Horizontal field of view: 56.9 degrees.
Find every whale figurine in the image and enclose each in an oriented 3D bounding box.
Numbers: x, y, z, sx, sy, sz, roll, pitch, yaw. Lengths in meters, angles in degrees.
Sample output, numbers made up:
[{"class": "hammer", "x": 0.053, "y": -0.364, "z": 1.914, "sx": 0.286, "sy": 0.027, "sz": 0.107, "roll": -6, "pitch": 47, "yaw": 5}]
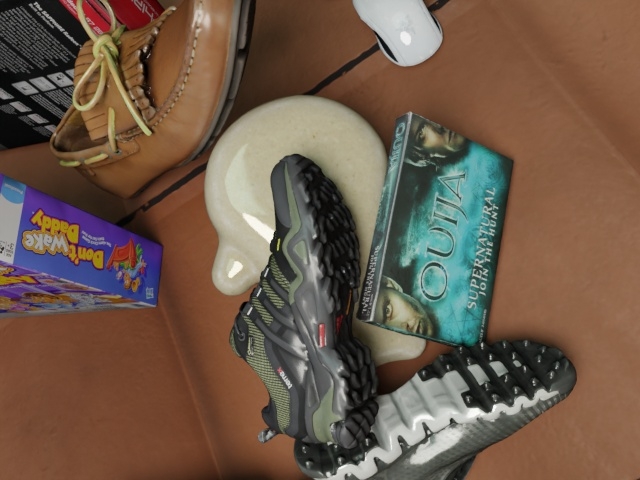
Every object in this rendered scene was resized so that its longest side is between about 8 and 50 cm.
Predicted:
[{"class": "whale figurine", "x": 0.000, "y": 0.000, "z": 0.573, "sx": 0.216, "sy": 0.141, "sz": 0.272, "roll": -25, "pitch": 88, "yaw": -5}]

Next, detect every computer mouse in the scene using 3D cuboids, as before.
[{"class": "computer mouse", "x": 0.072, "y": -0.278, "z": 0.665, "sx": 0.106, "sy": 0.042, "sz": 0.193, "roll": -34, "pitch": 64, "yaw": 9}]

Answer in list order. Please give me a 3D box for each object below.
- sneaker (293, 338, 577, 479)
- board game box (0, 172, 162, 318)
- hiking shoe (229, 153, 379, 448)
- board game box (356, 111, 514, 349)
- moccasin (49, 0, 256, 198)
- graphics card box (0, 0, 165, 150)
[{"class": "sneaker", "x": 0.102, "y": 0.161, "z": 0.494, "sx": 0.234, "sy": 0.106, "sz": 0.078, "roll": -23, "pitch": 30, "yaw": 0}, {"class": "board game box", "x": -0.393, "y": 0.026, "z": 0.659, "sx": 0.347, "sy": 0.233, "sz": 0.078, "roll": -6, "pitch": 71, "yaw": 22}, {"class": "hiking shoe", "x": -0.029, "y": 0.047, "z": 0.459, "sx": 0.114, "sy": 0.086, "sz": 0.226, "roll": -12, "pitch": 81, "yaw": 25}, {"class": "board game box", "x": 0.106, "y": -0.005, "z": 0.524, "sx": 0.026, "sy": 0.126, "sz": 0.186, "roll": -11, "pitch": 64, "yaw": 61}, {"class": "moccasin", "x": -0.184, "y": -0.149, "z": 0.582, "sx": 0.380, "sy": 0.147, "sz": 0.139, "roll": -12, "pitch": 63, "yaw": 56}, {"class": "graphics card box", "x": -0.354, "y": -0.223, "z": 0.722, "sx": 0.371, "sy": 0.233, "sz": 0.094, "roll": -6, "pitch": 66, "yaw": 22}]
